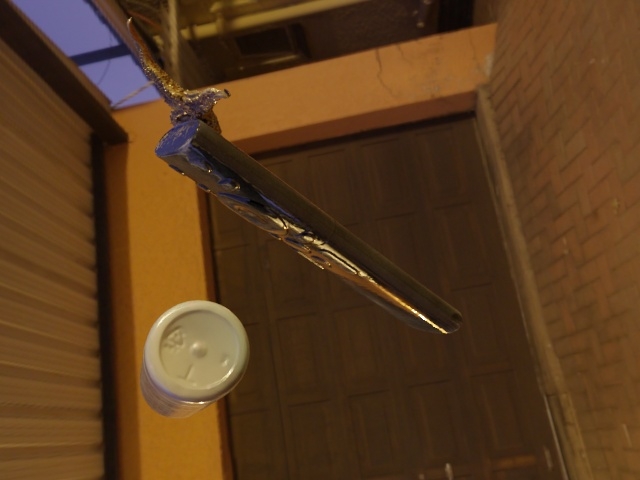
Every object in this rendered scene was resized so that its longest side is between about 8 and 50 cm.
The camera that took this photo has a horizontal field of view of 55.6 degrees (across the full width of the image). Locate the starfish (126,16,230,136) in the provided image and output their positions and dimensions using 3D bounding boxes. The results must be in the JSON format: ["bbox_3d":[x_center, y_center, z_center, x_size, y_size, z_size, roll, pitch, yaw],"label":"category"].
[{"bbox_3d":[-0.223,-0.232,1.100,0.293,0.084,0.301,45,158,43],"label":"starfish"}]

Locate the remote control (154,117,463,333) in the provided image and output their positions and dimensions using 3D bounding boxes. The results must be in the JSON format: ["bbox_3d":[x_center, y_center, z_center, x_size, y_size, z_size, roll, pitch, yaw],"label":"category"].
[{"bbox_3d":[0.000,0.000,0.649,0.378,0.107,0.044,35,-110,-29],"label":"remote control"}]

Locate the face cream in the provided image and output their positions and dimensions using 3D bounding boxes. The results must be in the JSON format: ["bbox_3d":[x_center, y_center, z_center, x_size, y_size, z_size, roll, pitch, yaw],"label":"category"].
[{"bbox_3d":[-0.129,0.123,0.573,0.269,0.082,0.081,134,130,-65],"label":"face cream"}]
